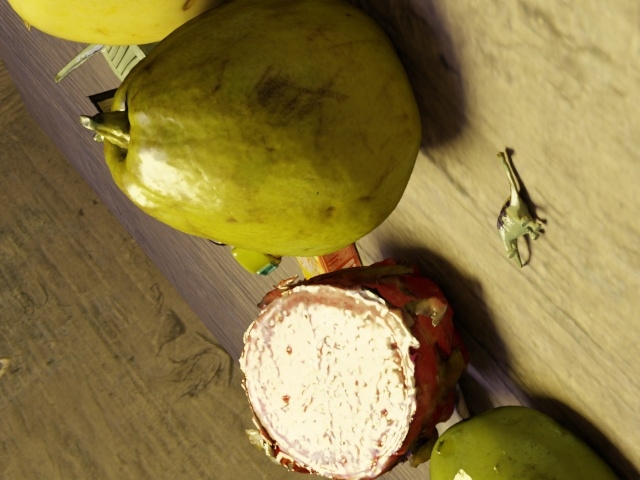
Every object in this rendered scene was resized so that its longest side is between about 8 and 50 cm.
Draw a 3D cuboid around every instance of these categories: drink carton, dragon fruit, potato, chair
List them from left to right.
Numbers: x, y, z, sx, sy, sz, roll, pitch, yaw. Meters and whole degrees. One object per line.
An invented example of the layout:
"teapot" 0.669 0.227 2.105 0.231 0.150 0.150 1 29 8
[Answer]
"chair" -0.312 -0.296 1.654 0.203 0.190 0.274 54 136 -2
"drink carton" 0.000 0.000 1.558 0.096 0.071 0.223 37 157 43
"dragon fruit" 0.084 0.170 1.367 0.314 0.263 0.296 -5 94 33
"potato" 0.274 0.333 1.221 0.304 0.216 0.216 34 159 17

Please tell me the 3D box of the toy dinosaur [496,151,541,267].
"toy dinosaur" 0.202 -0.013 1.016 0.180 0.037 0.058 81 173 -45

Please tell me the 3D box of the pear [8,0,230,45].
"pear" -0.211 -0.356 1.034 0.309 0.309 0.309 48 163 20

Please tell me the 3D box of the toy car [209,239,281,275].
"toy car" -0.123 -0.071 1.632 0.248 0.142 0.200 54 -172 9

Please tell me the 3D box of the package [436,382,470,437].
"package" 0.188 0.246 1.572 0.251 0.062 0.204 57 171 43

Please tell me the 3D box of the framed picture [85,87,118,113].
"framed picture" -0.305 -0.209 1.824 0.010 0.199 0.195 -41 82 40

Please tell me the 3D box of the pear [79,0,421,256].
"pear" -0.063 -0.117 1.014 0.287 0.375 0.287 9 100 57
